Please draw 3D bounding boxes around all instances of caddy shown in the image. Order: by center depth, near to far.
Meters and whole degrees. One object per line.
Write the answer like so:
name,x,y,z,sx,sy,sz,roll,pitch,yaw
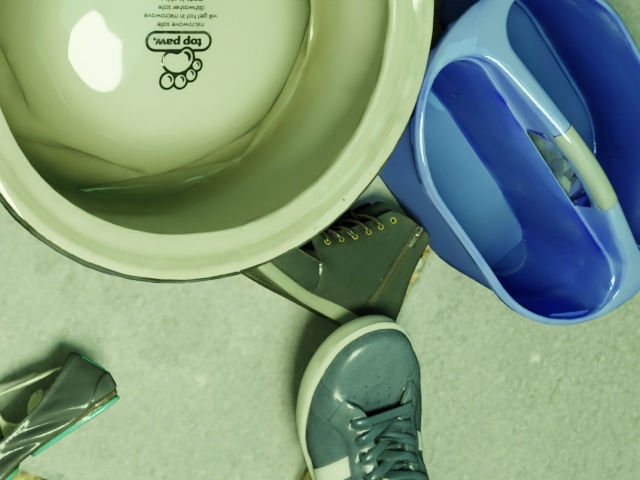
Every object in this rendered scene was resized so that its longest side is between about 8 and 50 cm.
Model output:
caddy,0.195,-0.083,1.474,0.241,0.179,0.341,-44,121,-10

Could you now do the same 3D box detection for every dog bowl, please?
dog bowl,-0.120,-0.181,1.286,0.408,0.150,0.408,-9,109,-28

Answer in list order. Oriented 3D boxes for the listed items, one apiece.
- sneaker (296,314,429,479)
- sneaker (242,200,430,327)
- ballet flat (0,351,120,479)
sneaker,0.063,0.238,1.478,0.131,0.148,0.350,-16,122,-24
sneaker,0.000,0.000,1.454,0.222,0.083,0.118,32,83,-42
ballet flat,-0.262,0.166,1.361,0.203,0.074,0.074,-40,120,-7
